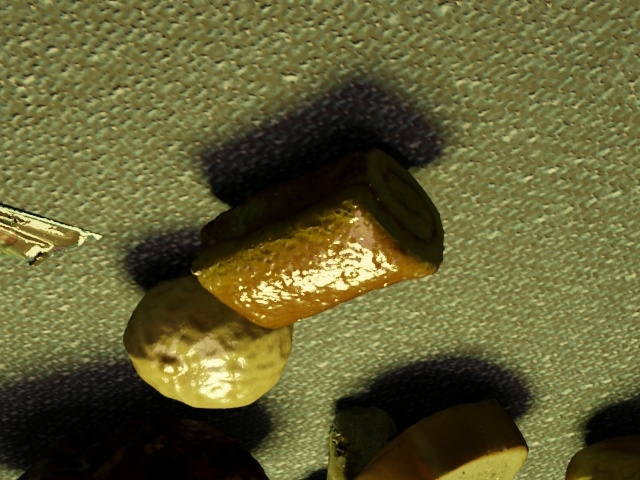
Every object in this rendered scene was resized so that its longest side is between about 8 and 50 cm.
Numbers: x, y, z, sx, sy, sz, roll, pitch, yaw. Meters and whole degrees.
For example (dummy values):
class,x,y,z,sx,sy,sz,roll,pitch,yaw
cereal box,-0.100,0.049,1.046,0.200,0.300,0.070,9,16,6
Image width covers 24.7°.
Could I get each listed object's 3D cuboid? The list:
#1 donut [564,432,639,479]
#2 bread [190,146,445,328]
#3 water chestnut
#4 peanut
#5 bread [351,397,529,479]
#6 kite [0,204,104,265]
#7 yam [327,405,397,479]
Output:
class,x,y,z,sx,sy,sz,roll,pitch,yaw
donut,0.378,0.389,1.665,0.170,0.360,0.360,-13,148,13
bread,0.000,0.000,1.186,0.172,0.103,0.132,-24,138,30
water chestnut,-0.186,0.365,1.555,0.335,0.346,0.335,-11,154,-5
peanut,-0.100,0.091,1.317,0.159,0.109,0.140,0,122,-26
bread,0.120,0.261,1.577,0.236,0.070,0.236,-29,155,-15
kite,-0.391,0.012,1.250,0.406,0.014,0.368,-8,148,7
yam,0.044,0.247,1.630,0.078,0.078,0.179,-1,150,-4
